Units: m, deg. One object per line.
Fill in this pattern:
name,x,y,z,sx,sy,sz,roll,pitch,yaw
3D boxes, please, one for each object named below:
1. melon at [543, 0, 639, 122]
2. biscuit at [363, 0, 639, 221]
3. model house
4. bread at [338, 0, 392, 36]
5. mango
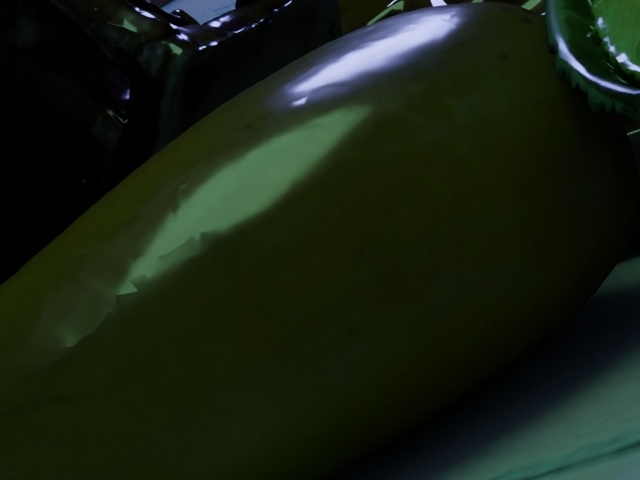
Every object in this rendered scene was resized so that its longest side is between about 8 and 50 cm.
melon,0.165,-0.066,0.340,0.169,0.129,0.265,17,-1,-12
biscuit,0.179,-0.127,0.613,0.268,0.115,0.366,-13,25,37
model house,-0.147,-0.100,0.719,0.317,0.282,0.297,-44,-19,-57
bread,0.058,-0.114,0.893,0.142,0.195,0.269,-21,-2,-31
mango,-0.018,0.014,0.418,0.251,0.114,0.156,-27,14,-22
